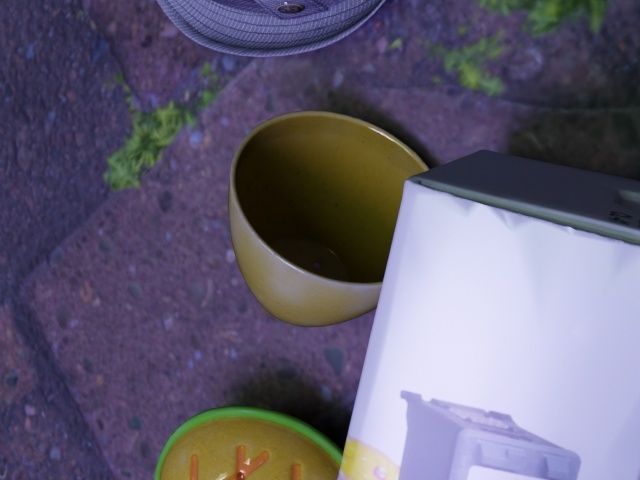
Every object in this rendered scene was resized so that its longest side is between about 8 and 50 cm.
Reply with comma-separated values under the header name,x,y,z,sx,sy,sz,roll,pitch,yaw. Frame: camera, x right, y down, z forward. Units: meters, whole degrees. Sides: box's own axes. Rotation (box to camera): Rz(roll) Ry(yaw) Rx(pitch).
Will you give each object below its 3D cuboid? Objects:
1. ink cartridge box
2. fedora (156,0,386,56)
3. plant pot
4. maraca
name,x,y,z,sx,sy,sz,roll,pitch,yaw
ink cartridge box,0.088,0.118,0.554,0.131,0.226,0.306,14,101,14
fedora,-0.055,-0.241,0.682,0.275,0.124,0.243,9,98,31
plant pot,0.000,0.000,0.680,0.134,0.134,0.095,48,143,19
maraca,-0.021,0.179,0.718,0.186,0.099,0.127,26,112,1
